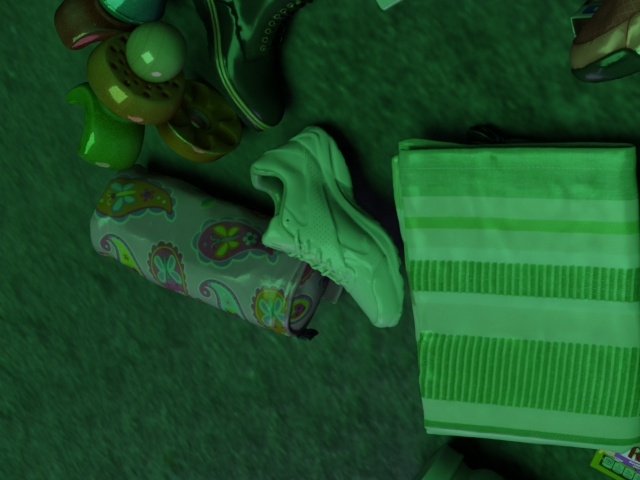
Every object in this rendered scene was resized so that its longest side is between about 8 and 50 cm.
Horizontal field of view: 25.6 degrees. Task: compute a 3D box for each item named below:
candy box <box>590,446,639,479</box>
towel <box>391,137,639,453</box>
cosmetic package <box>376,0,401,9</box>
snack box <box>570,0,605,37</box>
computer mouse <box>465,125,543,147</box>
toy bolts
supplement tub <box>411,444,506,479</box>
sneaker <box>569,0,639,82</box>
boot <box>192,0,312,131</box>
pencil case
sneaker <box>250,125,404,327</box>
[{"bbox_3d":[0.389,0.240,1.454,0.206,0.027,0.105,27,126,17],"label":"candy box"},{"bbox_3d":[0.200,0.057,1.398,0.248,0.038,0.324,3,113,26],"label":"towel"},{"bbox_3d":[0.115,-0.318,1.200,0.184,0.151,0.151,-23,103,39],"label":"cosmetic package"},{"bbox_3d":[0.310,-0.199,1.206,0.178,0.064,0.022,1,120,33],"label":"snack box"},{"bbox_3d":[0.192,-0.019,1.413,0.106,0.042,0.193,12,118,21],"label":"computer mouse"},{"bbox_3d":[-0.159,-0.205,1.458,0.158,0.218,0.228,-45,54,39],"label":"toy bolts"},{"bbox_3d":[0.192,0.376,1.557,0.272,0.191,0.191,39,132,6],"label":"supplement tub"},{"bbox_3d":[0.287,-0.263,1.095,0.136,0.116,0.314,40,104,-7],"label":"sneaker"},{"bbox_3d":[-0.045,-0.214,1.427,0.137,0.077,0.198,-10,113,31],"label":"boot"},{"bbox_3d":[-0.118,0.010,1.582,0.284,0.124,0.124,20,127,20],"label":"pencil case"},{"bbox_3d":[0.000,0.000,1.460,0.232,0.115,0.090,59,158,16],"label":"sneaker"}]
